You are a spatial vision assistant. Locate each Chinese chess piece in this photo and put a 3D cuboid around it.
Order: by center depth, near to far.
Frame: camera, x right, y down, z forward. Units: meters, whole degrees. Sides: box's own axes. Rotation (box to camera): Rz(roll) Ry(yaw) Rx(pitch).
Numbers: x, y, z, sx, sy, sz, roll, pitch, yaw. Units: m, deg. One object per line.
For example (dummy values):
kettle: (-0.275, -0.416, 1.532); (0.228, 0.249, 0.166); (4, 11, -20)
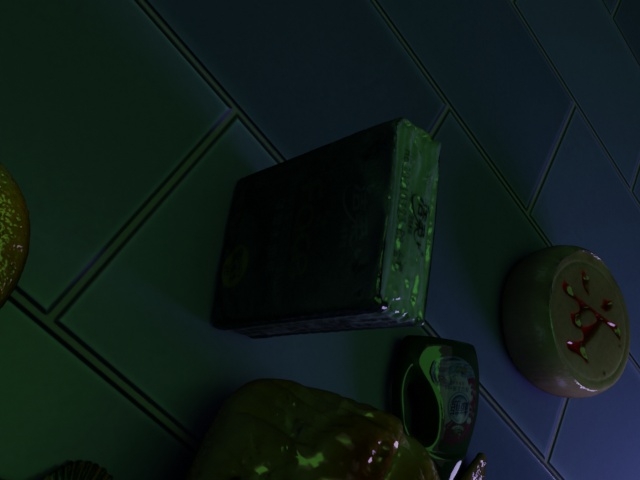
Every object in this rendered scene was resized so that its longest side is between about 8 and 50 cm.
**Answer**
Chinese chess piece: (0.405, 0.133, 1.090); (0.249, 0.103, 0.250); (10, 74, -36)

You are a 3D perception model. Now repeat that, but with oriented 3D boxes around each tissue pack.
tissue pack: (0.000, 0.000, 0.678); (0.081, 0.257, 0.185); (22, 67, -37)

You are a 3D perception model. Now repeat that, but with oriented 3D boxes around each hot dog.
hot dog: (-0.013, 0.335, 0.640); (0.367, 0.196, 0.365); (48, 50, -30)

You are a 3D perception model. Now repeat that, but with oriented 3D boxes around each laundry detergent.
laundry detergent: (0.150, 0.237, 0.881); (0.137, 0.063, 0.211); (17, 72, -32)

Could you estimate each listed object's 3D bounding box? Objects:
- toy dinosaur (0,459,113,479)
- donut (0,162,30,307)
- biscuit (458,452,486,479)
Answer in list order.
toy dinosaur: (-0.227, 0.237, 0.584); (0.187, 0.044, 0.106); (56, 37, 1)
donut: (-0.321, -0.005, 0.531); (0.174, 0.074, 0.190); (38, 59, -28)
biscuit: (0.193, 0.344, 0.893); (0.147, 0.018, 0.071); (-33, 131, -49)
